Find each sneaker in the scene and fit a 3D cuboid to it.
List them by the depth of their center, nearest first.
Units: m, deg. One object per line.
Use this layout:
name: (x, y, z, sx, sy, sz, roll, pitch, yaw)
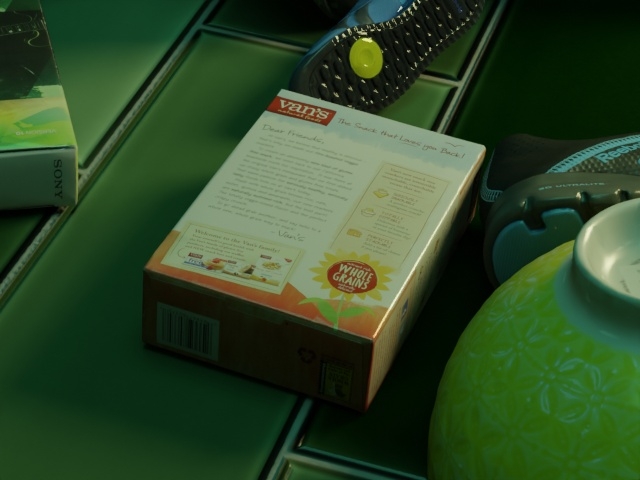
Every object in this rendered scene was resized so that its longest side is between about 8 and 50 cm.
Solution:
sneaker: (0.275, -0.026, 1.260, 0.341, 0.125, 0.140, 4, 32, -5)
sneaker: (0.039, -0.151, 1.459, 0.209, 0.069, 0.082, -40, 22, -33)

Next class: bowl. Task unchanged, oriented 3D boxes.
bowl: (0.199, 0.068, 1.060, 0.289, 0.156, 0.289, -4, 32, 2)

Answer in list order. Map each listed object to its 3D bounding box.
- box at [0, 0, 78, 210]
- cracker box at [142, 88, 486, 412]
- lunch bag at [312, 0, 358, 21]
box: (-0.315, -0.127, 1.382, 0.232, 0.058, 0.322, -6, 39, -14)
cracker box: (0.000, 0.000, 1.241, 0.155, 0.067, 0.232, 17, 40, 15)
lunch bag: (0.042, -0.369, 1.555, 0.305, 0.212, 0.256, -35, 53, -8)
